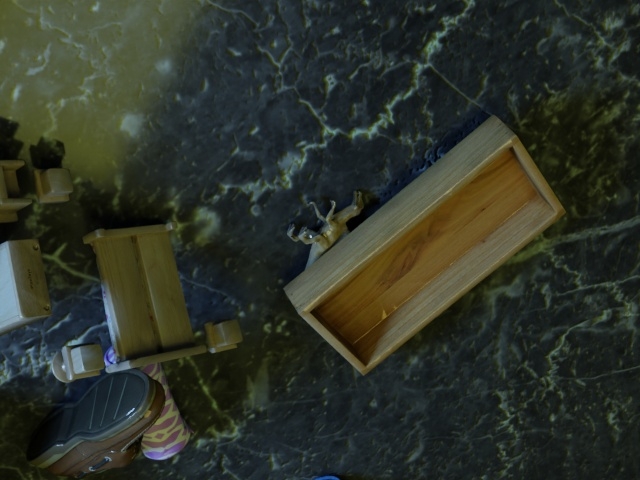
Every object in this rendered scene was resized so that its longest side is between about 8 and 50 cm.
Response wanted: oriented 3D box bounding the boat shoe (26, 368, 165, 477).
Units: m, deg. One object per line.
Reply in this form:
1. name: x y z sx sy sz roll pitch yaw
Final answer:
1. boat shoe: -0.309 0.275 1.656 0.104 0.111 0.307 35 139 -28

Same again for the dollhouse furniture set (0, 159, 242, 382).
1. dollhouse furniture set: -0.323 0.043 1.599 0.355 0.173 0.303 -6 80 -46

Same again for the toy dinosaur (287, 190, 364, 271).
1. toy dinosaur: 0.000 0.000 1.697 0.092 0.053 0.183 26 106 -29

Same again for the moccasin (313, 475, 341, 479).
1. moccasin: -0.081 0.539 1.903 0.342 0.117 0.137 -46 121 6

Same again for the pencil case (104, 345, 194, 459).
1. pencil case: -0.263 0.238 1.721 0.088 0.086 0.206 -40 130 -38

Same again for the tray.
1. tray: 0.162 0.012 1.726 0.411 0.076 0.203 -39 133 5
